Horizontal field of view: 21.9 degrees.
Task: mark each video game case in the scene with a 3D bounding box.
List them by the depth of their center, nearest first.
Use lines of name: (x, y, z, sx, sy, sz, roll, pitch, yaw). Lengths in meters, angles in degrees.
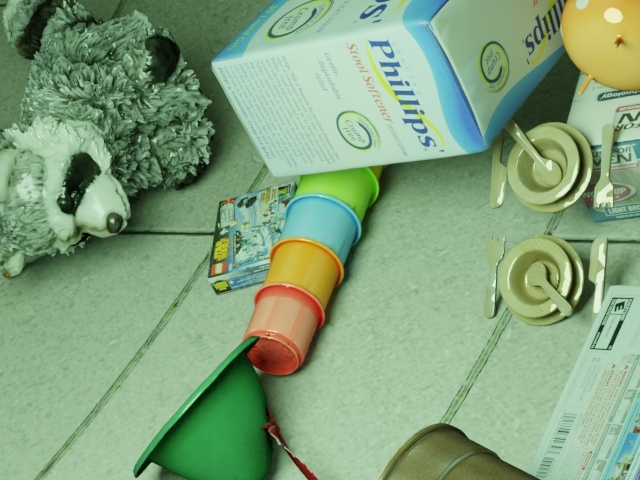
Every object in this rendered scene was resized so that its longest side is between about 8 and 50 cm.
video game case: (0.277, 0.130, 1.353, 0.193, 0.023, 0.212, -1, 54, 51)

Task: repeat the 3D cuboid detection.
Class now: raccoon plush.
raccoon plush: (-0.334, -0.121, 1.934, 0.299, 0.216, 0.446, -32, 32, -26)

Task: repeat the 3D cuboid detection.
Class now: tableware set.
tableware set: (0.206, -0.018, 1.550, 0.128, 0.039, 0.194, -1, 80, 34)

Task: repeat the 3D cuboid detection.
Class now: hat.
hat: (-0.053, 0.211, 1.530, 0.173, 0.183, 0.208, -51, -4, 18)

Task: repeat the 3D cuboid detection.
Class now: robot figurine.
robot figurine: (0.311, -0.232, 1.580, 0.158, 0.128, 0.219, 7, 49, 41)

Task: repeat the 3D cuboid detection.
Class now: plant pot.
plant pot: (0.138, 0.244, 1.265, 0.165, 0.167, 0.167, 18, 54, 35)

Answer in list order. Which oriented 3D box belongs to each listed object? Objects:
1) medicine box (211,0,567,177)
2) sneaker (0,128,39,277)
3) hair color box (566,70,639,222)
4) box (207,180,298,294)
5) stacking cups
medicine box: (0.088, -0.206, 1.660, 0.289, 0.149, 0.263, -5, 34, 43)
sneaker: (-0.359, -0.060, 2.026, 0.121, 0.099, 0.262, -21, 43, -4)
hair color box: (0.366, -0.178, 1.679, 0.174, 0.105, 0.347, -8, 40, 28)
box: (-0.071, -0.004, 1.811, 0.094, 0.027, 0.137, -14, 37, 15)
stacking cups: (0.000, 0.000, 1.709, 0.096, 0.096, 0.316, -8, 42, 25)
